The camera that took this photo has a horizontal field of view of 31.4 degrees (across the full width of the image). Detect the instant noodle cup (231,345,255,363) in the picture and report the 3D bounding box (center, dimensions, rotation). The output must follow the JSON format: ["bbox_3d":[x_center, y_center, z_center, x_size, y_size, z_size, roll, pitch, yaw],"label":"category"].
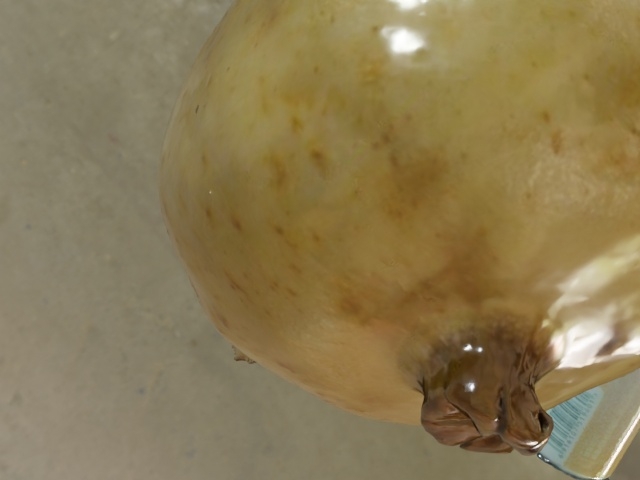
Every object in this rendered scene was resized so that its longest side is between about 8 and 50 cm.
[{"bbox_3d":[0.000,0.000,1.115,0.091,0.274,0.274,54,40,-16],"label":"instant noodle cup"}]

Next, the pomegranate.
[{"bbox_3d":[0.070,-0.048,0.562,0.307,0.307,0.307,24,53,-36],"label":"pomegranate"}]

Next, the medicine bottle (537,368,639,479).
[{"bbox_3d":[0.314,0.021,1.010,0.108,0.426,0.108,21,23,-9],"label":"medicine bottle"}]
